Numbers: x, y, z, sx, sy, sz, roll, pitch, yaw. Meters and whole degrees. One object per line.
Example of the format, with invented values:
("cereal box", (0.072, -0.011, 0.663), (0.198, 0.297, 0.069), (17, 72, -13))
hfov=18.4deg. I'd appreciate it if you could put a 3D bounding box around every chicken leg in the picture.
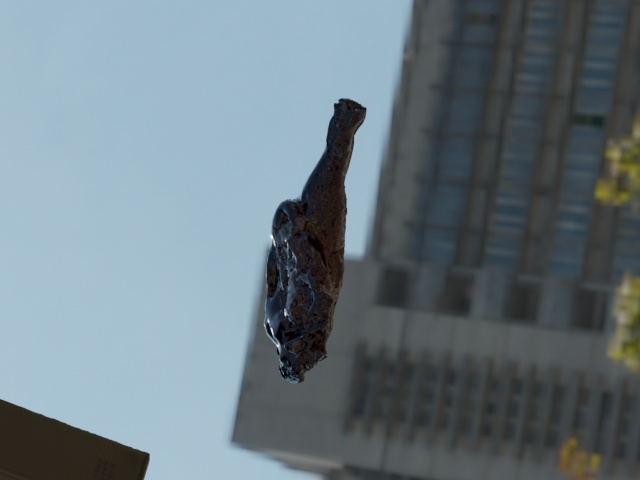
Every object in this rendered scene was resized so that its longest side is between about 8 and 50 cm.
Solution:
("chicken leg", (-0.003, 0.001, 1.416), (0.093, 0.053, 0.205), (-176, 88, -73))

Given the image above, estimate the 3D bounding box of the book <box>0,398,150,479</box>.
("book", (-0.294, 0.194, 1.437), (0.021, 0.310, 0.217), (124, 165, -50))
